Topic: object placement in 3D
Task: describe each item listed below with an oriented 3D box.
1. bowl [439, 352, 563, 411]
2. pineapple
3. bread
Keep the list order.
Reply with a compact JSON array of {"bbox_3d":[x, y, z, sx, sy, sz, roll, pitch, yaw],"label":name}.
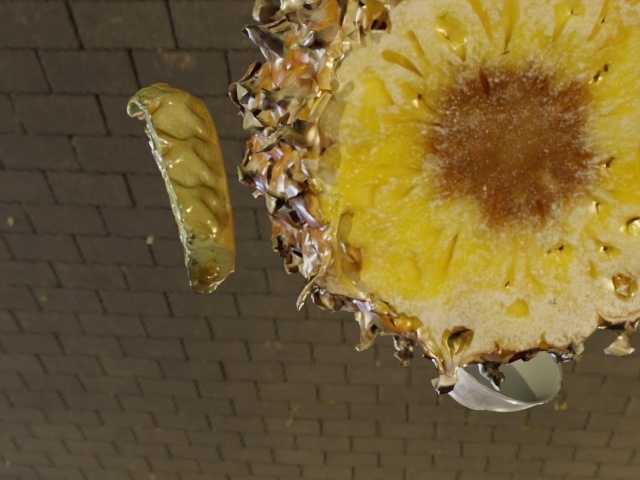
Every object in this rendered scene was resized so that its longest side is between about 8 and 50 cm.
[{"bbox_3d":[0.209,0.160,1.251,0.189,0.189,0.086,18,126,-19],"label":"bowl"},{"bbox_3d":[0.095,-0.087,0.721,0.352,0.300,0.352,-5,108,-16],"label":"pineapple"},{"bbox_3d":[-0.141,-0.067,1.047,0.088,0.232,0.128,-18,151,-6],"label":"bread"}]
